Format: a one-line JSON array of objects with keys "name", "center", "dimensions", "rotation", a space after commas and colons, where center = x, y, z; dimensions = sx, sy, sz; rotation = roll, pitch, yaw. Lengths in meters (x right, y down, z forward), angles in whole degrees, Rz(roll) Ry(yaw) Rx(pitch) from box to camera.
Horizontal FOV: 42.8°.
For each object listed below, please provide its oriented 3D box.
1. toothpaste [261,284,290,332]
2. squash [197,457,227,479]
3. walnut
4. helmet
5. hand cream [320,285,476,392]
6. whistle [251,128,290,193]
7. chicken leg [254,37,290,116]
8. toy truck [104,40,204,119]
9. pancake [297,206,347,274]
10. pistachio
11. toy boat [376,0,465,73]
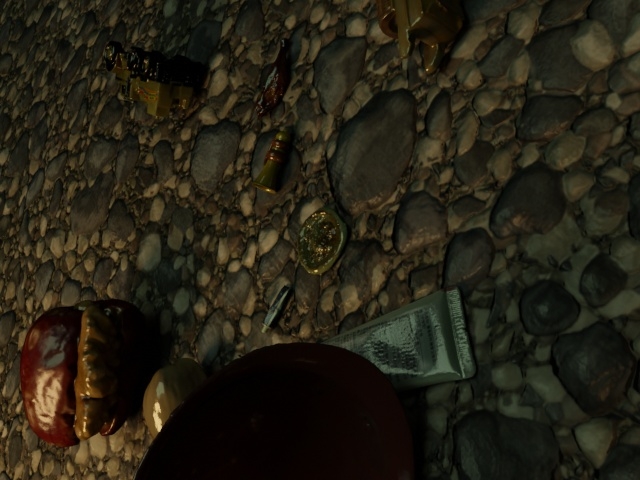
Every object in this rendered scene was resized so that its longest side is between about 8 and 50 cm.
[{"name": "toothpaste", "center": [-0.071, 0.109, 1.287], "dimensions": [0.083, 0.019, 0.027], "rotation": [-63, 25, 4]}, {"name": "squash", "center": [-0.138, 0.365, 1.216], "dimensions": [0.192, 0.085, 0.184], "rotation": [123, 133, -84]}, {"name": "walnut", "center": [-0.419, 0.240, 1.476], "dimensions": [0.244, 0.222, 0.268], "rotation": [9, 98, 56]}, {"name": "helmet", "center": [-0.077, 0.316, 1.037], "dimensions": [0.384, 0.338, 0.230], "rotation": [-65, 13, -15]}, {"name": "hand cream", "center": [0.054, 0.170, 1.110], "dimensions": [0.341, 0.078, 0.124], "rotation": [-24, 59, 31]}, {"name": "whistle", "center": [-0.077, -0.134, 1.377], "dimensions": [0.046, 0.057, 0.109], "rotation": [19, 79, 4]}, {"name": "chicken leg", "center": [-0.080, -0.285, 1.431], "dimensions": [0.145, 0.037, 0.062], "rotation": [-66, 28, 8]}, {"name": "toy truck", "center": [-0.350, -0.332, 1.674], "dimensions": [0.257, 0.127, 0.127], "rotation": [31, 114, 49]}, {"name": "pancake", "center": [0.000, -0.001, 1.252], "dimensions": [0.108, 0.017, 0.108], "rotation": [-17, 63, 38]}, {"name": "pistachio", "center": [-0.236, 0.270, 1.351], "dimensions": [0.113, 0.113, 0.149], "rotation": [-7, 88, 46]}, {"name": "toy boat", "center": [0.130, -0.385, 1.195], "dimensions": [0.115, 0.089, 0.310], "rotation": [-31, 55, 40]}]
